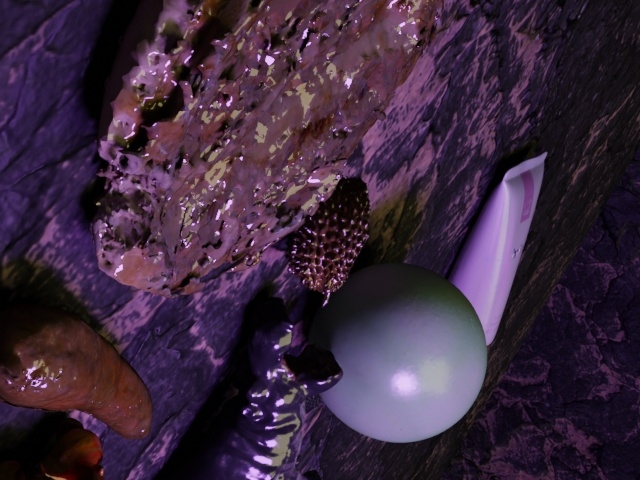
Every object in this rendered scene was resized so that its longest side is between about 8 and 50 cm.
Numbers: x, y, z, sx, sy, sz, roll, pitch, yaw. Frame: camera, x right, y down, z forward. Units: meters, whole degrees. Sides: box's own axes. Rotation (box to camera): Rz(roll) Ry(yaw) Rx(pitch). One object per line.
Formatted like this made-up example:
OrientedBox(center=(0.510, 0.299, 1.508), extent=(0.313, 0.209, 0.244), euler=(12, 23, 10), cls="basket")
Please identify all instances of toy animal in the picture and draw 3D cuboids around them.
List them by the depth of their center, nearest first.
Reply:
OrientedBox(center=(-0.073, 0.228, 1.118), extent=(0.168, 0.106, 0.343), euler=(19, 104, -33), cls="toy animal")

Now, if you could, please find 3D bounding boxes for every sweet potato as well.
OrientedBox(center=(-0.183, 0.102, 0.748), extent=(0.075, 0.075, 0.273), euler=(-52, 163, -10), cls="sweet potato")

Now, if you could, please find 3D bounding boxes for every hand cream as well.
OrientedBox(center=(0.299, 0.021, 1.707), extent=(0.186, 0.118, 0.358), euler=(-22, 137, -52), cls="hand cream")

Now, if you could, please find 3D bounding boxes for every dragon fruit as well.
OrientedBox(center=(-0.227, 0.238, 0.786), extent=(0.150, 0.133, 0.207), euler=(-25, -138, 47), cls="dragon fruit")

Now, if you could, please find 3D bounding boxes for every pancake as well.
OrientedBox(center=(-0.033, -0.115, 0.742), extent=(0.382, 0.071, 0.382), euler=(-45, 159, -23), cls="pancake")

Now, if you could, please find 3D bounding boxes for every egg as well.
OrientedBox(center=(0.095, 0.137, 1.230), extent=(0.220, 0.220, 0.269), euler=(-51, 151, -12), cls="egg")

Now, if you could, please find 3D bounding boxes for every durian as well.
OrientedBox(center=(-0.002, -0.001, 0.994), extent=(0.110, 0.071, 0.140), euler=(-128, -129, -71), cls="durian")

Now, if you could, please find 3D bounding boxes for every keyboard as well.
OrientedBox(center=(0.000, 0.227, 1.469), extent=(0.202, 0.011, 0.067), euler=(-26, 147, -54), cls="keyboard")
